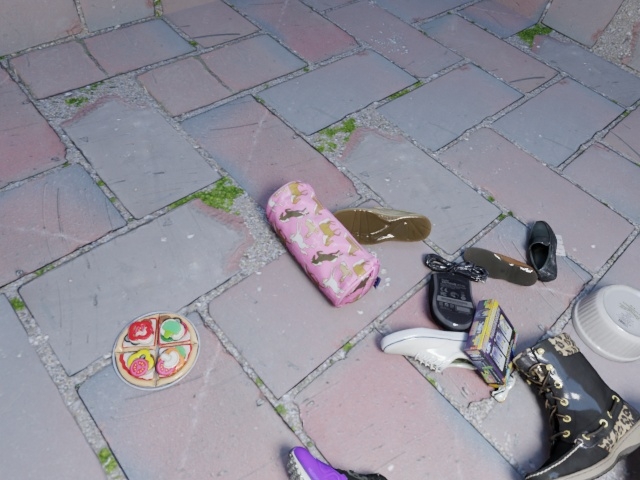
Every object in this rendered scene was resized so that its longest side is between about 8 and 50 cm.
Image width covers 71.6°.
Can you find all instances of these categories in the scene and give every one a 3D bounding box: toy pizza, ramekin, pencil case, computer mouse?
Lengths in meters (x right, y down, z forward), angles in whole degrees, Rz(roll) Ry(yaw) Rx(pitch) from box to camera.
[{"bbox_3d":[-0.391,0.255,1.060,0.201,0.032,0.201,4,53,-5],"label":"toy pizza"},{"bbox_3d":[0.823,0.219,1.220,0.207,0.109,0.207,4,53,-6],"label":"ramekin"},{"bbox_3d":[0.000,0.000,1.232,0.167,0.160,0.386,-28,61,-25],"label":"pencil case"},{"bbox_3d":[0.368,0.158,1.230,0.188,0.072,0.272,16,40,6],"label":"computer mouse"}]

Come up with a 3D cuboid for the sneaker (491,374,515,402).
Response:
[{"bbox_3d":[0.455,0.361,1.105,0.037,0.032,0.083,36,56,18],"label":"sneaker"}]

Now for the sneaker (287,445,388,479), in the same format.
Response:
[{"bbox_3d":[0.063,0.516,0.897,0.293,0.102,0.146,44,55,17],"label":"sneaker"}]

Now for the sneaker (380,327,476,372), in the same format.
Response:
[{"bbox_3d":[0.280,0.277,1.104,0.258,0.094,0.091,2,52,-6],"label":"sneaker"}]

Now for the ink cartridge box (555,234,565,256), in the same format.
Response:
[{"bbox_3d":[0.742,0.020,1.408,0.048,0.028,0.083,11,52,0],"label":"ink cartridge box"}]

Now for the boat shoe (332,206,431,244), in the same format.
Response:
[{"bbox_3d":[0.176,-0.051,1.344,0.302,0.109,0.098,1,16,-3],"label":"boat shoe"}]

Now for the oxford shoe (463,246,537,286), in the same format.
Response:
[{"bbox_3d":[0.532,0.073,1.325,0.212,0.076,0.076,23,23,12],"label":"oxford shoe"}]

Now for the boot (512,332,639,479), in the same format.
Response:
[{"bbox_3d":[0.553,0.390,1.031,0.377,0.138,0.284,-15,58,-23],"label":"boot"}]

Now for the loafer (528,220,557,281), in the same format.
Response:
[{"bbox_3d":[0.678,0.021,1.358,0.078,0.076,0.223,39,48,-30],"label":"loafer"}]

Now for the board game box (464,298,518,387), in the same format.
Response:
[{"bbox_3d":[0.433,0.256,1.118,0.141,0.048,0.170,52,48,-17],"label":"board game box"}]
